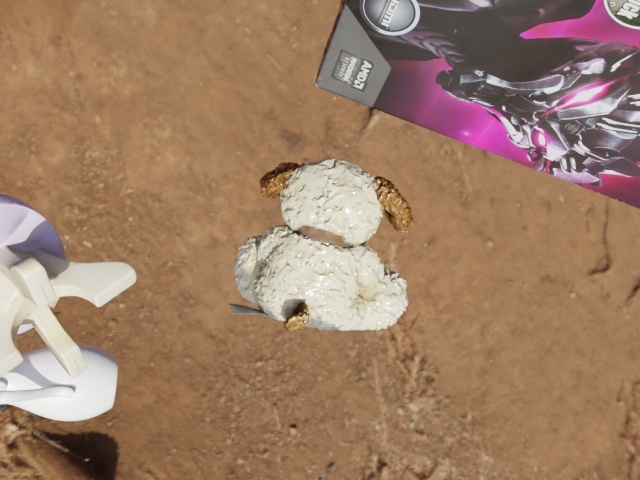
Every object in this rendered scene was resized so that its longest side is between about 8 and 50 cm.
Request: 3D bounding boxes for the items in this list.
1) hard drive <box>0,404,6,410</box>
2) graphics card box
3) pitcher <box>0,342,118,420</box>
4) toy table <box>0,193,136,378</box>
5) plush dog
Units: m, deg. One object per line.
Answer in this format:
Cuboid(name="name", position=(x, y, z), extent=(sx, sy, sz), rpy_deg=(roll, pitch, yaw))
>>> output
Cuboid(name="hard drive", position=(-0.670, 0.286, 1.316), extent=(0.135, 0.022, 0.094), rpy_deg=(-2, 72, -50))
Cuboid(name="graphics card box", position=(0.201, -0.152, 0.520), extent=(0.370, 0.233, 0.094), rpy_deg=(21, 60, -5))
Cuboid(name="pitcher", position=(-0.431, 0.229, 1.107), extent=(0.207, 0.177, 0.126), rpy_deg=(7, 94, -21))
Cuboid(name="toy table", position=(-0.404, 0.077, 0.973), extent=(0.160, 0.274, 0.252), rpy_deg=(38, 70, 25))
Cuboid(name="plush dog", position=(0.000, 0.000, 0.943), extent=(0.210, 0.262, 0.226), rpy_deg=(-10, 113, -79))
